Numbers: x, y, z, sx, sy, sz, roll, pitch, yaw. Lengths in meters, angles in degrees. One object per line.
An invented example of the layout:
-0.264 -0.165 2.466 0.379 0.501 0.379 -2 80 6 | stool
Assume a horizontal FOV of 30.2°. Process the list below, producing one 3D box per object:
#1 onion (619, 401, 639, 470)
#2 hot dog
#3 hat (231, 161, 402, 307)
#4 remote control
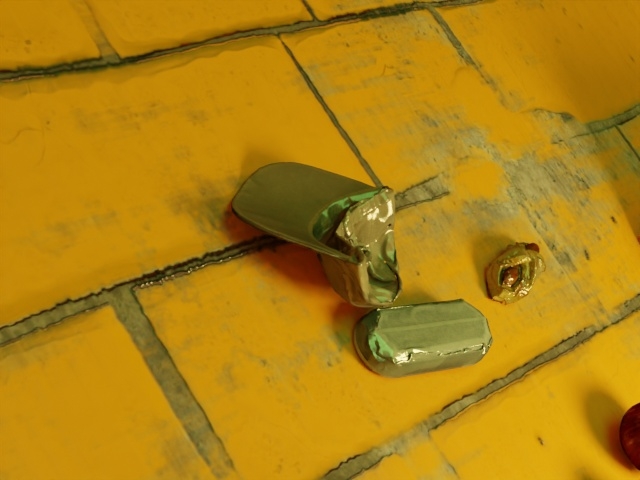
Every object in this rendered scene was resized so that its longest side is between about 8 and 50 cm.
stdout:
0.530 0.305 1.845 0.131 0.131 0.131 23 46 -26 | onion
0.322 0.041 1.915 0.078 0.061 0.169 45 40 -1 | hot dog
0.000 0.000 1.669 0.244 0.149 0.214 9 33 13 | hat
0.152 0.137 1.703 0.247 0.052 0.104 -5 60 -40 | remote control
